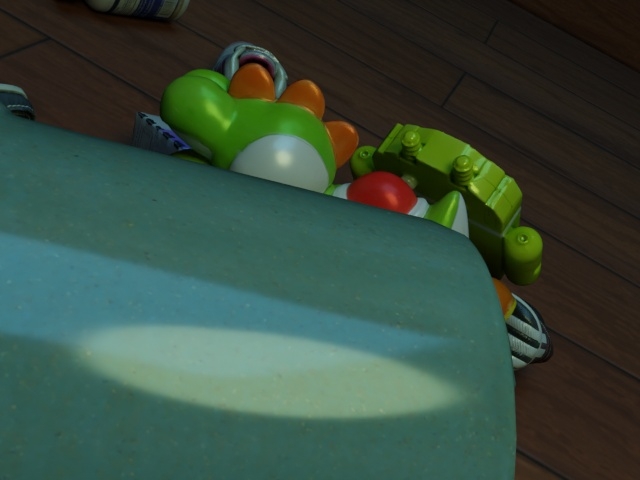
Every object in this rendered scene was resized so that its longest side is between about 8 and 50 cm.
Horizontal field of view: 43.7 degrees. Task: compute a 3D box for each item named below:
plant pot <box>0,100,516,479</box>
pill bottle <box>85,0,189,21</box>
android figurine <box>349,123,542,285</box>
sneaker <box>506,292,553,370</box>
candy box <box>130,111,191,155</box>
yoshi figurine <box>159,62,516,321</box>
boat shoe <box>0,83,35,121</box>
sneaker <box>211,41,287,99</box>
[{"bbox_3d":[-0.103,0.093,0.424,0.334,0.341,0.341,9,37,-13],"label":"plant pot"},{"bbox_3d":[-0.298,-0.397,1.198,0.187,0.112,0.112,-2,44,-38],"label":"pill bottle"},{"bbox_3d":[0.144,-0.038,0.916,0.248,0.273,0.056,31,75,22],"label":"android figurine"},{"bbox_3d":[0.151,0.066,0.934,0.281,0.106,0.163,40,10,35],"label":"sneaker"},{"bbox_3d":[-0.108,-0.079,0.881,0.165,0.070,0.196,7,15,-28],"label":"candy box"},{"bbox_3d":[-0.015,0.014,0.707,0.362,0.203,0.203,41,73,-6],"label":"yoshi figurine"},{"bbox_3d":[-0.357,-0.074,0.733,0.079,0.095,0.254,37,37,12],"label":"boat shoe"},{"bbox_3d":[-0.093,-0.221,1.108,0.103,0.111,0.252,15,35,-20],"label":"sneaker"}]
